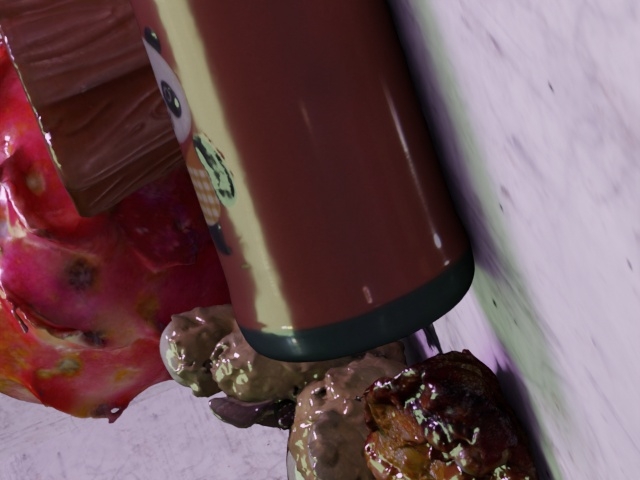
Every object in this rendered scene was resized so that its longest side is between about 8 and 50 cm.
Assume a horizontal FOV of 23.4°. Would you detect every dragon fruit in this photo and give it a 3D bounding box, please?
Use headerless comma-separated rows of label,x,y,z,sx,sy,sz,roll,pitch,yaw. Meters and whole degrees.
dragon fruit,-0.188,-0.026,1.421,0.249,0.386,0.371,-9,122,43

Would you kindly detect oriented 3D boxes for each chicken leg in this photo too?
chicken leg,0.107,0.176,1.041,0.177,0.083,0.322,49,164,25

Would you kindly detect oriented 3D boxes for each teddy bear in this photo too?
teddy bear,0.025,0.142,1.271,0.267,0.156,0.256,22,-152,-36

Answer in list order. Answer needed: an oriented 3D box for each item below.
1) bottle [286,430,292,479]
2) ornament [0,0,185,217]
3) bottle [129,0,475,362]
bottle,0.039,0.232,1.539,0.271,0.143,0.156,-141,55,-73
ornament,-0.117,-0.143,1.158,0.221,0.217,0.235,74,171,-46
bottle,-0.025,-0.109,0.859,0.144,0.144,0.336,-131,22,-73
